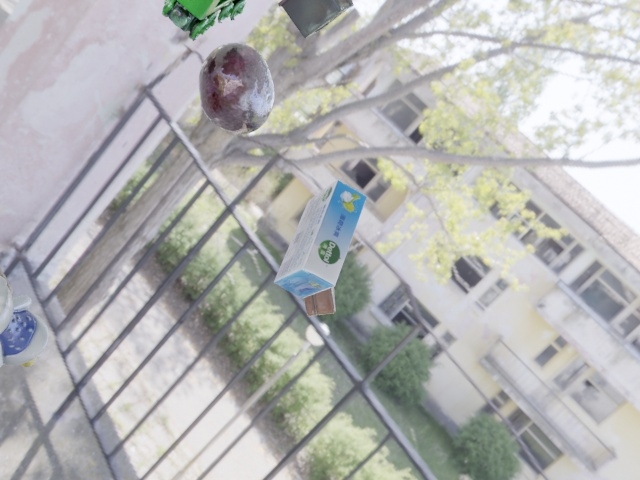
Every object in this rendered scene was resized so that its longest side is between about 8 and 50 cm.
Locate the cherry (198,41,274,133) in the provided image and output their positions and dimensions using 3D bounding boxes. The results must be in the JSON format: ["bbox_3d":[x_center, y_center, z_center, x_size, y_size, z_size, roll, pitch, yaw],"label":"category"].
[{"bbox_3d":[-0.159,-0.278,1.214,0.176,0.140,0.176,-3,90,-81],"label":"cherry"}]

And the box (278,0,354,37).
[{"bbox_3d":[-0.003,-0.333,0.914,0.063,0.084,0.060,57,35,-8],"label":"box"}]

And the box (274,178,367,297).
[{"bbox_3d":[0.000,-0.001,1.229,0.073,0.194,0.139,30,-25,-17],"label":"box"}]

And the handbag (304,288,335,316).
[{"bbox_3d":[-0.009,0.079,1.524,0.193,0.072,0.151,-89,171,-67],"label":"handbag"}]

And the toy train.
[{"bbox_3d":[-0.175,-0.421,1.097,0.085,0.119,0.251,39,35,-9],"label":"toy train"}]

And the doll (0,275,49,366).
[{"bbox_3d":[-0.551,0.139,1.113,0.119,0.138,0.293,15,-26,9],"label":"doll"}]

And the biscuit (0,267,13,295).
[{"bbox_3d":[-0.797,0.065,1.320,0.217,0.044,0.325,53,24,6],"label":"biscuit"}]
